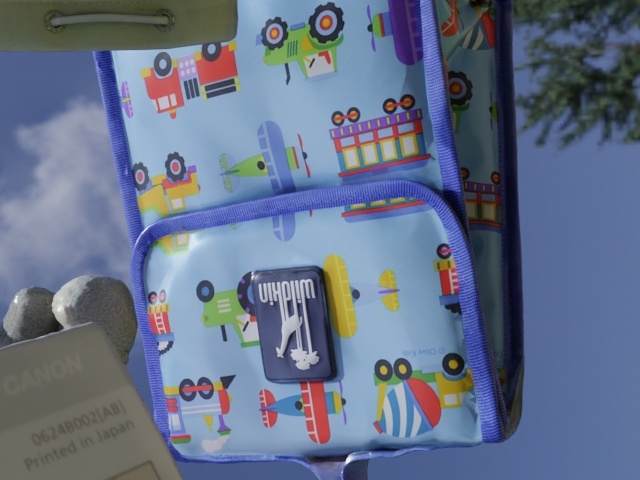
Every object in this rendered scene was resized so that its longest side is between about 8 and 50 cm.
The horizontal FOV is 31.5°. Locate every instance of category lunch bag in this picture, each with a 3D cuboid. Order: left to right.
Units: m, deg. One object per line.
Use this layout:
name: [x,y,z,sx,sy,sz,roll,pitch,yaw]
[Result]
lunch bag: [0.000,0.000,0.654,0.138,0.221,0.293,11,-108,-60]

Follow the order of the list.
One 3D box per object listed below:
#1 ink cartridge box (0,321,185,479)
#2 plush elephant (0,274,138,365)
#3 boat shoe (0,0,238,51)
ink cartridge box: [-0.135,0.249,0.390,0.308,0.091,0.384,-17,-103,-45]
plush elephant: [-0.314,0.164,0.903,0.256,0.330,0.271,9,-104,-26]
boat shoe: [-0.186,-0.117,0.544,0.109,0.303,0.094,-67,-32,-75]
